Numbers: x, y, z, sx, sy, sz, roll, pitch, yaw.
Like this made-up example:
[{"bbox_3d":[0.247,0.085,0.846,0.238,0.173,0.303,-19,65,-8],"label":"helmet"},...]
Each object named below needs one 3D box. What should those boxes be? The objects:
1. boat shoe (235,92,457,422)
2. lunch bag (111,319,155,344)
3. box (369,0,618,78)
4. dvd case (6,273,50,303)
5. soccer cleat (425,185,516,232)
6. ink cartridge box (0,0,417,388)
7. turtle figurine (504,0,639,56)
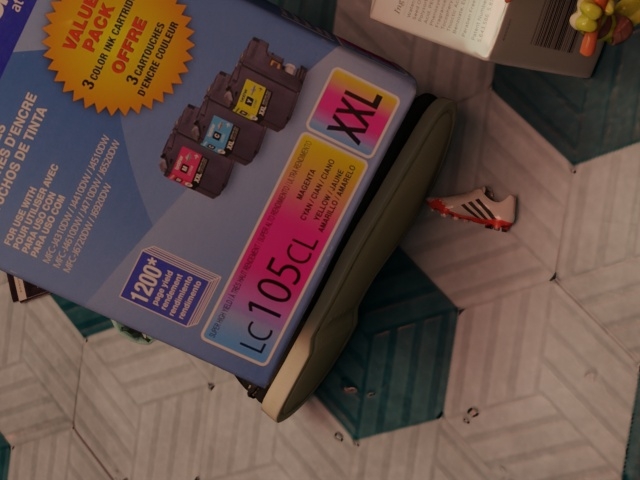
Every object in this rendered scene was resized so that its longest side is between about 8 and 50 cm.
[{"bbox_3d":[0.002,-0.001,1.342,0.113,0.127,0.340,36,120,16],"label":"boat shoe"},{"bbox_3d":[-0.139,-0.050,1.372,0.223,0.160,0.262,-136,61,-69],"label":"lunch bag"},{"bbox_3d":[0.155,-0.234,1.193,0.119,0.181,0.181,25,105,32],"label":"box"},{"bbox_3d":[-0.259,-0.039,1.588,0.221,0.018,0.164,-18,82,33],"label":"dvd case"},{"bbox_3d":[0.131,-0.032,1.311,0.083,0.029,0.035,16,91,30],"label":"soccer cleat"},{"bbox_3d":[-0.165,-0.096,1.169,0.396,0.151,0.270,25,97,-10],"label":"ink cartridge box"},{"bbox_3d":[0.274,-0.148,1.132,0.087,0.270,0.217,172,79,-75],"label":"turtle figurine"}]
